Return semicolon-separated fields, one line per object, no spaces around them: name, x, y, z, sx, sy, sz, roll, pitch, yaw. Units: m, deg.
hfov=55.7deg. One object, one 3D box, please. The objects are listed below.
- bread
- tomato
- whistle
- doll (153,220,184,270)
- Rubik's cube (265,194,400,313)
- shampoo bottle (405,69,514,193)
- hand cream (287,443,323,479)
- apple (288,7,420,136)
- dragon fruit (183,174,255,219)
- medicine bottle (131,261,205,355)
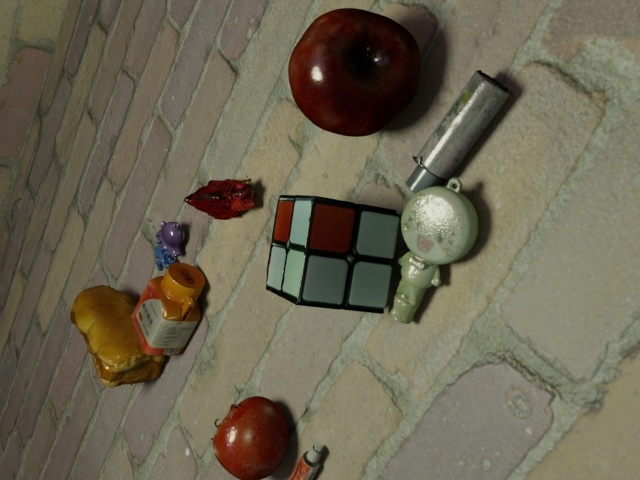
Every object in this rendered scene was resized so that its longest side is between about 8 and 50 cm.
bread;-0.566;0.251;1.683;0.344;0.195;0.149;42;121;40
tomato;-0.138;0.400;1.218;0.167;0.167;0.168;-9;77;47
whistle;0.176;0.019;0.984;0.126;0.067;0.258;32;113;31
doll;-0.416;0.015;1.647;0.110;0.067;0.206;57;137;19
Rubik's cube;0.016;0.020;1.050;0.183;0.167;0.180;-164;83;-66
shampoo bottle;0.212;-0.164;0.968;0.214;0.072;0.072;-56;48;26
hand cream;-0.047;0.477;1.190;0.052;0.038;0.216;-100;33;-60
apple;0.050;-0.286;1.051;0.233;0.233;0.234;-9;77;47
dragon fruit;-0.223;-0.116;1.414;0.192;0.122;0.093;-5;66;50
medicine bottle;-0.384;0.171;1.546;0.222;0.112;0.149;-58;47;25
